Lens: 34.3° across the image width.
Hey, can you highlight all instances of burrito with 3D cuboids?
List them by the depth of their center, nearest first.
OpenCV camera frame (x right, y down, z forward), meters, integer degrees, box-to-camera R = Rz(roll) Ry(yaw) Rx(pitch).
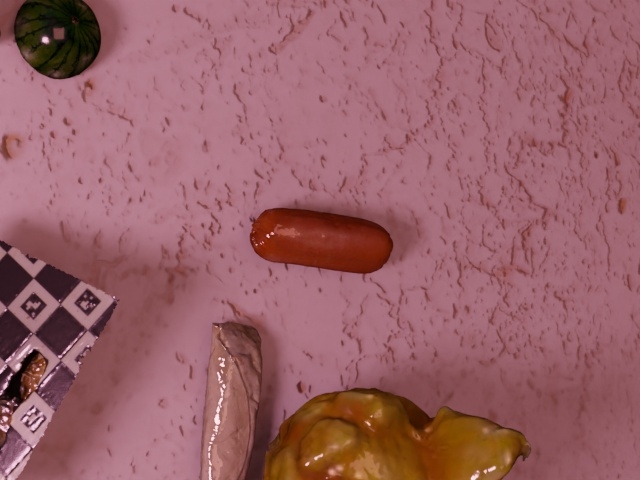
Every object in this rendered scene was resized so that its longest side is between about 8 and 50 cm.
[{"bbox_3d":[-0.119,0.239,1.292,0.082,0.059,0.275,13,82,-40],"label":"burrito"}]

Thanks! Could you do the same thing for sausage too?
[{"bbox_3d":[0.000,0.000,1.356,0.197,0.076,0.076,9,84,-25],"label":"sausage"}]

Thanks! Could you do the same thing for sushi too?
[{"bbox_3d":[-0.357,0.150,1.128,0.192,0.043,0.279,26,85,11],"label":"sushi"}]

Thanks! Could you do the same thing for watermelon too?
[{"bbox_3d":[-0.303,-0.245,1.220,0.105,0.062,0.105,3,85,-36],"label":"watermelon"}]

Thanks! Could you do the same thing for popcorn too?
[{"bbox_3d":[0.072,0.332,1.241,0.290,0.321,0.326,-22,79,-26],"label":"popcorn"}]
